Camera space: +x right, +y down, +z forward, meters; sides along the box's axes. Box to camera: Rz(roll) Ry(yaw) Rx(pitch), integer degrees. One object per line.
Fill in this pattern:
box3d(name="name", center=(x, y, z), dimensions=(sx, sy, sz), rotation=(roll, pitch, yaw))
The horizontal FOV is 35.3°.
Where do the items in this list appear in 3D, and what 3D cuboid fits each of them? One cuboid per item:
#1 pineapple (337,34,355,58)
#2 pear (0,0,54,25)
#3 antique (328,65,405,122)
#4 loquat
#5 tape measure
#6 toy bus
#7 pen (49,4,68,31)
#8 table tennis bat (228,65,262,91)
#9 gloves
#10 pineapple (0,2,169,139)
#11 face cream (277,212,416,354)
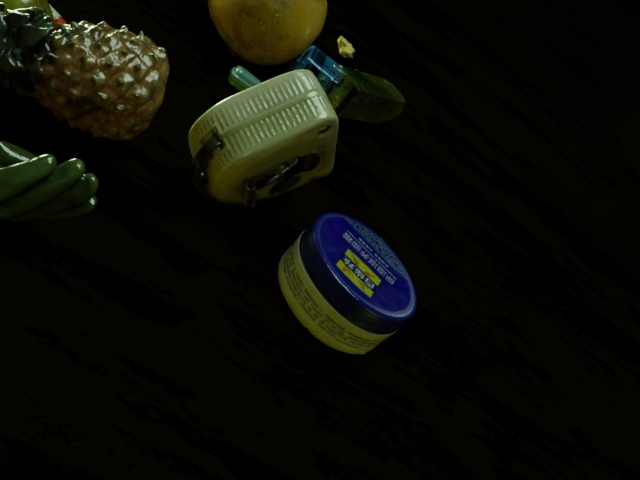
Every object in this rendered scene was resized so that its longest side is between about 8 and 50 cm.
box3d(name="pineapple", center=(0.063, -0.470, 2.467), dimensions=(0.045, 0.019, 0.083), rotation=(23, 33, -25))
box3d(name="pear", center=(-0.443, -0.332, 1.439), dimensions=(0.131, 0.107, 0.107), rotation=(35, 26, -1))
box3d(name="antique", center=(0.102, -0.315, 2.225), dimensions=(0.221, 0.080, 0.081), rotation=(4, 48, -55))
box3d(name="loquat", center=(-0.103, -0.457, 1.973), dimensions=(0.235, 0.235, 0.235), rotation=(34, 28, -20))
box3d(name="tape measure", center=(-0.089, -0.126, 1.541), dimensions=(0.133, 0.231, 0.271), rotation=(62, -8, 12))
box3d(name="toy bus", center=(-0.015, -0.328, 2.039), dimensions=(0.106, 0.090, 0.184), rotation=(39, 16, -9))
box3d(name="pen", center=(-0.487, -0.417, 1.587), dimensions=(0.239, 0.028, 0.028), rotation=(46, 26, 4))
box3d(name="table tennis bat", center=(-0.076, -0.251, 1.928), dimensions=(0.244, 0.040, 0.153), rotation=(35, 23, -25))
box3d(name="gloves", center=(-0.387, -0.079, 1.147), dimensions=(0.268, 0.107, 0.135), rotation=(16, 25, -15))
box3d(name="pineapple", center=(-0.379, -0.248, 1.361), dimensions=(0.340, 0.169, 0.169), rotation=(16, 37, -32))
box3d(name="face cream", center=(0.037, 0.068, 1.525), dimensions=(0.206, 0.111, 0.206), rotation=(33, 29, -21))
